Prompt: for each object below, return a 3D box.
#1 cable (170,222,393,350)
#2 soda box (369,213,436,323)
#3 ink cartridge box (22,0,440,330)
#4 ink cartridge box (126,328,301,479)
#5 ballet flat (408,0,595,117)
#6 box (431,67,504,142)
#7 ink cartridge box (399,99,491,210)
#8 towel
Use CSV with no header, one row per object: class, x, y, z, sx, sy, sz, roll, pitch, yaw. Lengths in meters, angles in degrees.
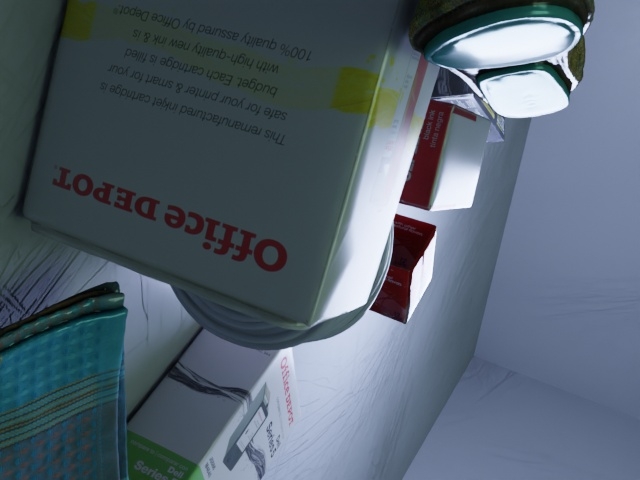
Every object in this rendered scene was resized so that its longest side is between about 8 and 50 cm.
cable,-0.052,-0.016,0.759,0.089,0.257,0.257,-11,129,-62
soda box,0.000,0.000,0.886,0.083,0.263,0.092,-53,153,-40
ink cartridge box,-0.054,-0.158,0.613,0.160,0.279,0.385,-4,112,-69
ink cartridge box,-0.142,0.254,0.958,0.273,0.114,0.198,-53,152,-37
ballet flat,0.137,-0.171,0.551,0.348,0.123,0.123,-2,110,-69
box,0.263,-0.363,1.328,0.395,0.097,0.319,7,81,-69
ink cartridge box,0.038,-0.121,0.872,0.197,0.272,0.114,-9,112,-66
towel,-0.299,0.211,0.581,0.370,0.040,0.272,-26,131,-49
